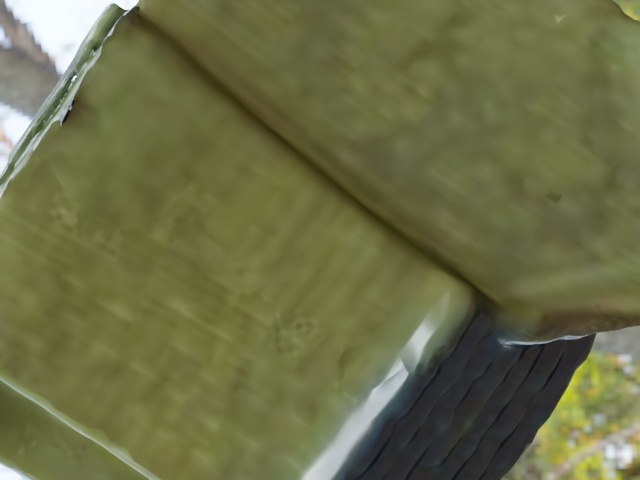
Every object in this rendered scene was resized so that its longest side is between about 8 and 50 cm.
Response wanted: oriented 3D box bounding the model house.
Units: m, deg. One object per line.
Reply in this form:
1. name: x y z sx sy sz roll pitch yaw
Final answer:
1. model house: 0.000 0.000 0.727 0.321 0.266 0.261 -55 8 -1
